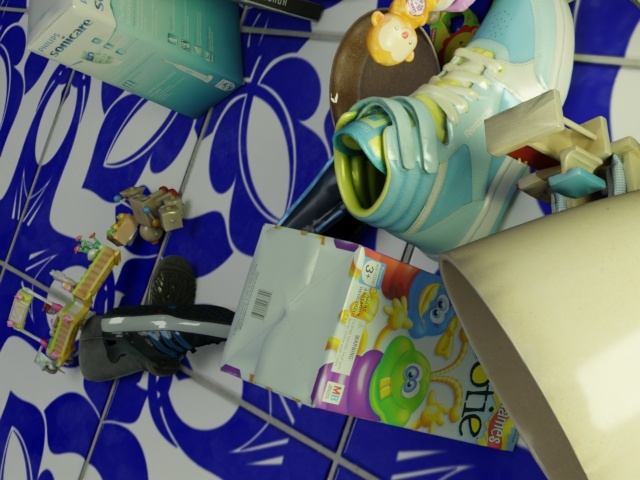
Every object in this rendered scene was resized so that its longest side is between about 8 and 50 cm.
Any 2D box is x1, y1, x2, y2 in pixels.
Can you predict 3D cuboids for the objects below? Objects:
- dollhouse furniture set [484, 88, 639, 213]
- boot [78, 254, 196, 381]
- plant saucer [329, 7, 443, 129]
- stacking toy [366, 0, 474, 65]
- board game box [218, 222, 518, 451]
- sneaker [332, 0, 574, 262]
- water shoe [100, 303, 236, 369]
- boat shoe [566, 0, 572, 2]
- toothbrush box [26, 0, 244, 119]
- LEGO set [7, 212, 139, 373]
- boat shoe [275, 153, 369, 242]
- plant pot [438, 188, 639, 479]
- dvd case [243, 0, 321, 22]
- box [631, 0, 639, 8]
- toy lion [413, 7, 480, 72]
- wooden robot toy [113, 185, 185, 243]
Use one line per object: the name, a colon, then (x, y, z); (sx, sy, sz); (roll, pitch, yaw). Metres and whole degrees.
dollhouse furniture set: (0.217, -0.027, 0.933); (0.129, 0.184, 0.129); (-23, 59, 41)
boot: (-0.275, 0.118, 1.518); (0.208, 0.076, 0.189); (-7, 67, 53)
plant saucer: (0.085, -0.173, 1.216); (0.199, 0.036, 0.198); (10, 103, 50)
stacking toy: (0.129, -0.307, 1.087); (0.166, 0.175, 0.301); (6, 59, 51)
board game box: (0.069, 0.097, 0.977); (0.142, 0.275, 0.144); (12, 84, 49)
sneaker: (0.128, -0.141, 1.052); (0.127, 0.208, 0.319); (26, 97, 52)
water shoe: (-0.195, 0.131, 1.386); (0.203, 0.073, 0.080); (2, 106, 15)
boat shoe: (0.284, -0.305, 1.074); (0.153, 0.048, 0.056); (-34, 52, 35)
toothbrush box: (-0.266, -0.338, 1.506); (0.126, 0.296, 0.216); (-28, 56, 38)
LEGO set: (-0.393, 0.072, 1.590); (0.287, 0.107, 0.132); (-62, -3, 12)
boat shoe: (0.000, 0.000, 1.217); (0.089, 0.109, 0.258); (49, 123, 28)
plant pot: (0.272, 0.059, 0.790); (0.274, 0.256, 0.256); (-28, 48, -2)
dvd case: (-0.142, -0.351, 1.416); (0.179, 0.239, 0.029); (28, 107, 49)
box: (0.394, -0.186, 0.870); (0.113, 0.094, 0.275); (-56, 42, 15)
toy lion: (0.160, -0.229, 1.198); (0.096, 0.034, 0.100); (-1, 74, 40)
wooden robot toy: (-0.246, -0.033, 1.559); (0.173, 0.076, 0.079); (20, 125, 49)
